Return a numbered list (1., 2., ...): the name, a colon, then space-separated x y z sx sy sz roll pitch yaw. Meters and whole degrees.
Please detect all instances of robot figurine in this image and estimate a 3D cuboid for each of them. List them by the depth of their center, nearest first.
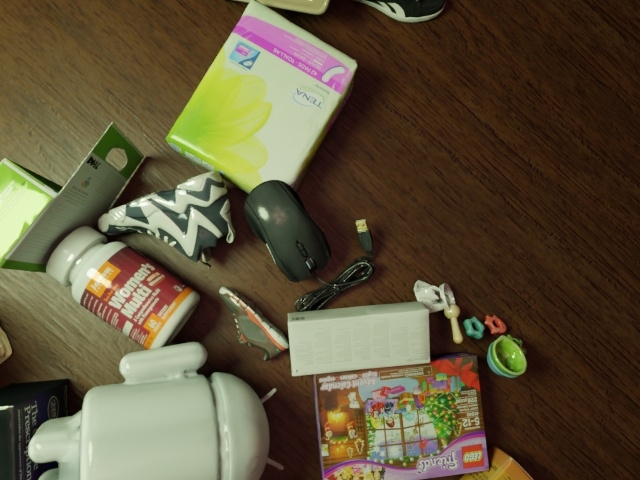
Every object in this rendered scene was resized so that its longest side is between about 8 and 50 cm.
1. robot figurine: -0.230 0.308 0.722 0.354 0.200 0.299 0 86 -23

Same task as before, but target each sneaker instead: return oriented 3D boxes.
1. sneaker: -0.250 -0.011 0.816 0.235 0.094 0.152 -19 103 6
2. sneaker: -0.129 0.149 0.837 0.065 0.061 0.158 -45 90 -1
3. sneaker: 0.138 -0.476 0.880 0.217 0.121 0.079 11 85 -5

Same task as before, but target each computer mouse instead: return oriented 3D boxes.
1. computer mouse: 0.000 0.000 0.812 0.184 0.060 0.261 -30 116 -9

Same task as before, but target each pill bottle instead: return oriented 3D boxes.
1. pill bottle: -0.321 0.078 0.789 0.221 0.121 0.121 35 83 -3

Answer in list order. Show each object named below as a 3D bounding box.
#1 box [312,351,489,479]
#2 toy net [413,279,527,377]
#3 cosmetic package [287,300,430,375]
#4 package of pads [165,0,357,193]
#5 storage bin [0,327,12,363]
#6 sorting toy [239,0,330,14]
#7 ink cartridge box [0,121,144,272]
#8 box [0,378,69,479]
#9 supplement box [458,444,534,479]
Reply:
1. box: 0.139 0.315 0.851 0.294 0.057 0.200 -5 86 -6
2. toy net: 0.275 0.140 0.867 0.232 0.045 0.122 44 50 11
3. cosmetic package: 0.065 0.168 0.834 0.239 0.060 0.098 -4 98 -4
4. package of pads: -0.091 -0.231 0.847 0.229 0.101 0.296 30 86 -3
5. storage bin: -0.633 0.205 0.677 0.260 0.262 0.123 -40 88 -7
6. sorting toy: -0.038 -0.559 0.878 0.229 0.041 0.307 17 83 20
7. ink cartridge box: -0.413 -0.080 0.759 0.097 0.189 0.255 34 82 -1
8. box: -0.460 0.361 0.722 0.103 0.184 0.260 -4 86 -9
9. supplement box: 0.265 0.478 0.843 0.233 0.078 0.080 -44 91 -8
